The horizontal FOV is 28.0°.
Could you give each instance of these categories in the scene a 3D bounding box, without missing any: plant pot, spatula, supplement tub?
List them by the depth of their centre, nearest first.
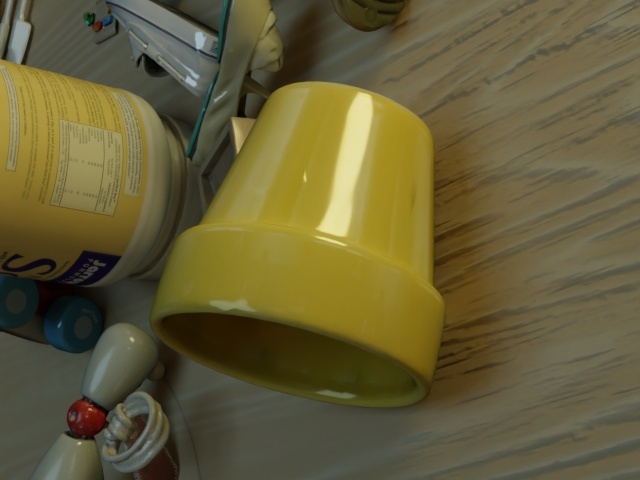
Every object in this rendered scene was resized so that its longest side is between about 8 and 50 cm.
[{"bbox_3d":[0.000,0.000,1.153,0.254,0.254,0.239,-10,58,49],"label":"plant pot"},{"bbox_3d":[-0.321,-0.074,1.470,0.241,0.331,0.241,-16,70,49],"label":"supplement tub"},{"bbox_3d":[-0.473,-0.380,1.979,0.168,0.019,0.242,20,96,56],"label":"spatula"}]

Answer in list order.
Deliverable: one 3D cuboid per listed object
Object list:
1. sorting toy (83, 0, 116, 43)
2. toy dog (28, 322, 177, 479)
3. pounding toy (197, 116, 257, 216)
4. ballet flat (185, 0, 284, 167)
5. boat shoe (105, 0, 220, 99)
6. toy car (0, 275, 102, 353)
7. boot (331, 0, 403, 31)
[{"bbox_3d":[-0.302,-0.302,1.752,0.083,0.012,0.062,-15,71,48],"label":"sorting toy"},{"bbox_3d":[-0.252,0.278,1.489,0.333,0.161,0.220,-50,42,11],"label":"toy dog"},{"bbox_3d":[-0.059,-0.069,1.352,0.130,0.100,0.141,129,137,-51],"label":"pounding toy"},{"bbox_3d":[-0.080,-0.180,1.374,0.086,0.086,0.248,55,138,42],"label":"ballet flat"},{"bbox_3d":[-0.195,-0.240,1.542,0.258,0.095,0.084,36,105,49],"label":"boat shoe"},{"bbox_3d":[-0.388,0.002,1.658,0.219,0.210,0.238,7,75,41],"label":"toy car"},{"bbox_3d":[-0.020,-0.301,1.359,0.269,0.089,0.236,-14,68,52],"label":"boot"}]
